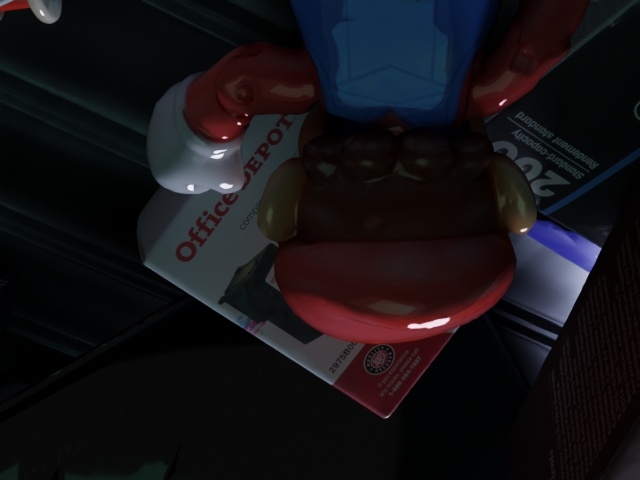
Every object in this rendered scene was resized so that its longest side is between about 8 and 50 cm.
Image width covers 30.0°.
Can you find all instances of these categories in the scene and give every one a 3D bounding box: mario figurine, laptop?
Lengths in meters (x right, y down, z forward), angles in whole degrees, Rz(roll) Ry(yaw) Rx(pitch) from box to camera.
[{"bbox_3d":[0.028,-0.100,0.555,0.198,0.170,0.320,22,127,35],"label":"mario figurine"},{"bbox_3d":[-0.023,0.198,0.889,0.382,0.236,0.408,-30,162,0],"label":"laptop"}]

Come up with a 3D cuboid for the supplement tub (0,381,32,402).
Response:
[{"bbox_3d":[-0.194,0.258,1.031,0.272,0.191,0.191,31,139,-23],"label":"supplement tub"}]

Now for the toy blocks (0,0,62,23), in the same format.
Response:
[{"bbox_3d":[-0.160,-0.134,0.598,0.148,0.123,0.054,-9,106,5],"label":"toy blocks"}]

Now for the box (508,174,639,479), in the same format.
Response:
[{"bbox_3d":[0.244,0.056,0.614,0.191,0.143,0.381,11,133,-6],"label":"box"}]

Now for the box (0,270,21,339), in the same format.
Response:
[{"bbox_3d":[-0.323,0.081,0.871,0.158,0.156,0.093,21,141,-12],"label":"box"}]

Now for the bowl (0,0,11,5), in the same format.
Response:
[{"bbox_3d":[-0.197,-0.235,0.453,0.298,0.134,0.298,8,141,6],"label":"bowl"}]

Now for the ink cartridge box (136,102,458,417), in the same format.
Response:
[{"bbox_3d":[0.000,0.000,0.687,0.175,0.072,0.127,34,99,-19],"label":"ink cartridge box"}]

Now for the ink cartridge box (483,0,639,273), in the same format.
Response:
[{"bbox_3d":[0.177,-0.038,0.674,0.206,0.045,0.208,28,141,-21],"label":"ink cartridge box"}]
